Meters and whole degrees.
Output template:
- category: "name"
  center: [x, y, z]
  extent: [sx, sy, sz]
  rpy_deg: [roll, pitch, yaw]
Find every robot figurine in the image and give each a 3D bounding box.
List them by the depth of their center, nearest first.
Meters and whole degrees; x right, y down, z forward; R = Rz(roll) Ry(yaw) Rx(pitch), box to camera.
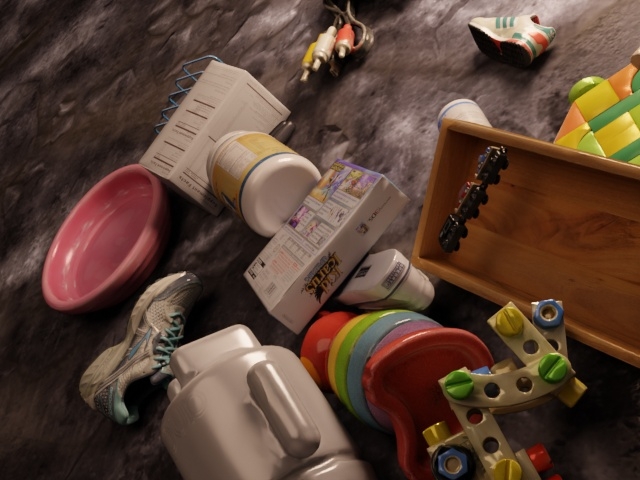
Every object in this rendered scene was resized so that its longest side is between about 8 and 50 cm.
- category: "robot figurine"
  center: [-0.061, 0.272, 1.196]
  extent: [0.200, 0.300, 0.353]
  rpy_deg: [-23, 57, -24]

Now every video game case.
- category: "video game case"
  center: [0.000, 0.000, 1.455]
  extent: [0.244, 0.061, 0.269]
  rpy_deg: [-51, 16, 0]

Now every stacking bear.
- category: "stacking bear"
  center: [0.073, 0.161, 1.239]
  extent: [0.164, 0.175, 0.289]
  rpy_deg: [-33, 20, -21]

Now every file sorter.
- category: "file sorter"
  center: [-0.244, -0.270, 1.978]
  extent: [0.118, 0.104, 0.170]
  rpy_deg: [-7, 54, 44]

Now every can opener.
- category: "can opener"
  center: [-0.112, -0.149, 1.777]
  extent: [0.186, 0.073, 0.059]
  rpy_deg: [-44, 32, -8]

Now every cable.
- category: "cable"
  center: [0.037, -0.412, 1.831]
  extent: [0.139, 0.072, 0.287]
  rpy_deg: [-23, 44, 34]

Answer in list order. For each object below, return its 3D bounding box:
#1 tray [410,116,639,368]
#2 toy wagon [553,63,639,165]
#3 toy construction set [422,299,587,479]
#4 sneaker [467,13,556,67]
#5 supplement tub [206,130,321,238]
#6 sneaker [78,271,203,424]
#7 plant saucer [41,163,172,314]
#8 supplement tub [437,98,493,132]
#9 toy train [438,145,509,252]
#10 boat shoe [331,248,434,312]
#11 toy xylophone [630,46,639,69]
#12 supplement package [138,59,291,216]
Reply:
- category: "tray"
  center: [0.281, -0.009, 1.165]
  extent: [0.411, 0.076, 0.202]
  rpy_deg: [25, 107, 52]
- category: "toy wagon"
  center: [0.450, -0.163, 1.190]
  extent: [0.344, 0.068, 0.267]
  rpy_deg: [-34, 40, 21]
- category: "toy construction set"
  center: [0.231, 0.231, 1.011]
  extent: [0.215, 0.151, 0.327]
  rpy_deg: [-28, 56, 1]
- category: "sneaker"
  center: [0.295, -0.317, 1.507]
  extent: [0.075, 0.057, 0.161]
  rpy_deg: [-36, 34, -9]
- category: "supplement tub"
  center: [-0.098, -0.099, 1.644]
  extent: [0.144, 0.144, 0.200]
  rpy_deg: [-51, 36, -1]
- category: "sneaker"
  center: [-0.271, 0.185, 1.641]
  extent: [0.122, 0.110, 0.283]
  rpy_deg: [34, 88, 36]
- category: "plant saucer"
  center: [-0.409, 0.007, 1.929]
  extent: [0.332, 0.084, 0.332]
  rpy_deg: [-27, 42, 27]
- category: "supplement tub"
  center: [0.216, -0.150, 1.421]
  extent: [0.071, 0.071, 0.107]
  rpy_deg: [-38, 37, 16]
- category: "toy train"
  center: [0.188, -0.053, 1.216]
  extent: [0.158, 0.027, 0.036]
  rpy_deg: [-63, 30, 29]
- category: "boat shoe"
  center: [0.083, 0.067, 1.344]
  extent: [0.095, 0.084, 0.258]
  rpy_deg: [-55, 10, -4]
- category: "toy xylophone"
  center: [0.483, -0.207, 1.069]
  extent: [0.236, 0.081, 0.322]
  rpy_deg: [33, 72, 18]
- category: "supplement package"
  center: [-0.198, -0.192, 1.833]
  extent: [0.244, 0.139, 0.134]
  rpy_deg: [-55, 38, -6]
